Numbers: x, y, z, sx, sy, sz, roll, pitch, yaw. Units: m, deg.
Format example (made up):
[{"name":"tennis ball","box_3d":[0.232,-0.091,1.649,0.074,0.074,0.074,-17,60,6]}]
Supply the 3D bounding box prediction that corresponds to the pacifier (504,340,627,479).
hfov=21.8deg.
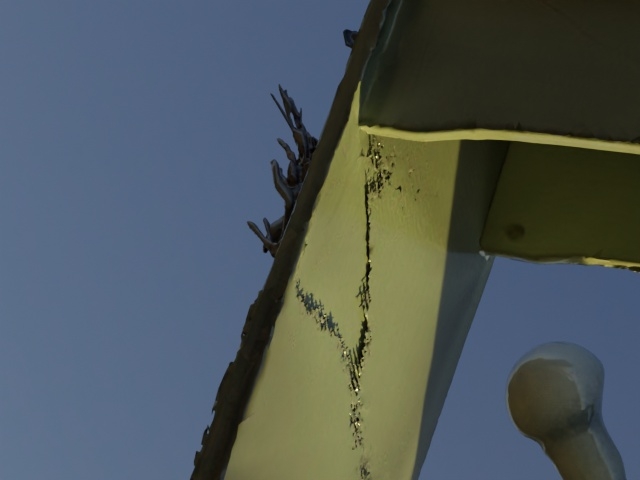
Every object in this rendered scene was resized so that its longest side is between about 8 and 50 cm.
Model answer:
[{"name":"pacifier","box_3d":[0.263,0.209,1.473,0.288,0.343,0.269,-28,-94,14]}]

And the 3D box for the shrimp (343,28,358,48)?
[{"name":"shrimp","box_3d":[0.163,-0.117,1.390,0.289,0.075,0.178,44,-58,4]}]

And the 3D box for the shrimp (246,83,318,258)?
[{"name":"shrimp","box_3d":[0.000,0.000,0.828,0.065,0.056,0.165,-27,-111,24]}]

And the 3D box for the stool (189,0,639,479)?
[{"name":"stool","box_3d":[0.125,0.035,0.635,0.244,0.170,0.269,12,-107,32]}]
